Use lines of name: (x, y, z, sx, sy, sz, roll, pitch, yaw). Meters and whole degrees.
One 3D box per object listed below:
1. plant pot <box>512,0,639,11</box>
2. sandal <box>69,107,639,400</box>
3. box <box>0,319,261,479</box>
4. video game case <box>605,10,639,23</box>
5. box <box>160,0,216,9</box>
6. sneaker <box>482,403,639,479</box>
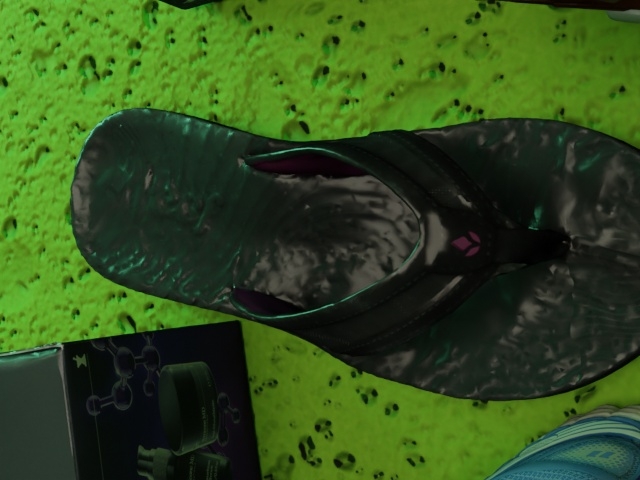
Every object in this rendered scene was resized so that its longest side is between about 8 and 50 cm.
plant pot: (0.167, -0.229, 0.422, 0.272, 0.272, 0.265, 12, 105, 31)
sandal: (-0.001, 0.002, 0.628, 0.446, 0.107, 0.167, 6, 94, 31)
box: (-0.123, 0.191, 0.659, 0.103, 0.184, 0.261, -11, 85, 31)
video game case: (0.261, -0.208, 0.516, 0.193, 0.023, 0.212, 15, 98, 30)
box: (-0.137, -0.260, 0.636, 0.059, 0.233, 0.183, -9, 86, 25)
sneaker: (0.060, 0.210, 0.570, 0.330, 0.147, 0.129, -46, 68, 24)
